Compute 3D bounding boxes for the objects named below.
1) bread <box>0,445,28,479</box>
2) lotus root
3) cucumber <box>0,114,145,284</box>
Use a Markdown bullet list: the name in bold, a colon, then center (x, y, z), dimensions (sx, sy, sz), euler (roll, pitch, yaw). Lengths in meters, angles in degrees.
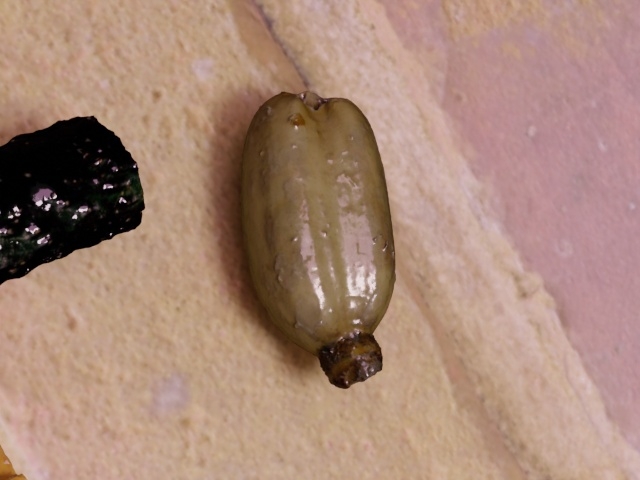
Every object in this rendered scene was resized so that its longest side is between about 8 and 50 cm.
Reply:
- **bread**: center (-0.180, 0.161, 0.945), dimensions (0.073, 0.122, 0.149), euler (-13, 83, -33)
- **lotus root**: center (-0.001, 0.000, 1.107), dimensions (0.090, 0.077, 0.183), euler (-5, 75, -21)
- **cucumber**: center (-0.231, 0.020, 0.984), dimensions (0.303, 0.072, 0.081), euler (-28, 118, -31)
